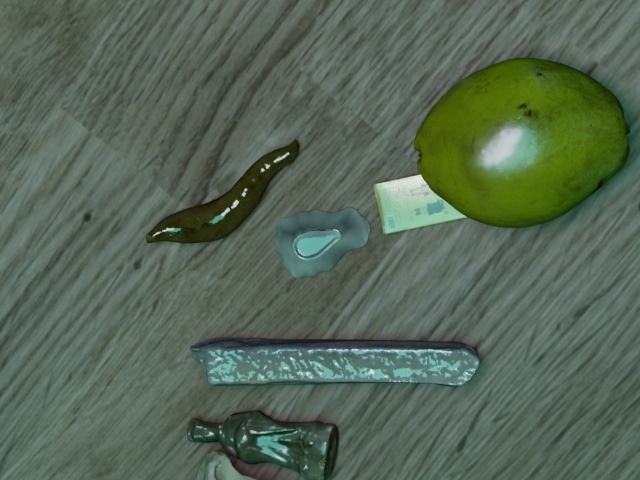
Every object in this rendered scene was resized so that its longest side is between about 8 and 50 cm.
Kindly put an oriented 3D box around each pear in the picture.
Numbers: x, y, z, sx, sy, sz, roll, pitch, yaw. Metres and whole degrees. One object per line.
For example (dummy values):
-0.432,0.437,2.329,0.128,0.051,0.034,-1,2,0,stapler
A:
0.254,-0.123,1.593,0.269,0.212,0.212,-6,97,10,pear

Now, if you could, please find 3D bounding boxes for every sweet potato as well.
-0.124,-0.049,1.745,0.249,0.059,0.069,-33,79,8,sweet potato

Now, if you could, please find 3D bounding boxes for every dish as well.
0.000,0.000,1.737,0.137,0.039,0.091,-19,94,13,dish

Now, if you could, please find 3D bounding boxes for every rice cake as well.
0.020,0.169,1.743,0.399,0.070,0.064,0,99,10,rice cake

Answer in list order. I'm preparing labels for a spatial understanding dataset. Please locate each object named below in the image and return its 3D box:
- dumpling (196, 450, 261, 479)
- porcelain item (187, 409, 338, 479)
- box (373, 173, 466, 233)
-0.115,0.419,1.759,0.147,0.193,0.258,-16,69,-25,dumpling
-0.086,0.280,1.784,0.215,0.069,0.081,9,104,13,porcelain item
0.151,-0.058,1.713,0.149,0.020,0.073,-11,95,11,box
